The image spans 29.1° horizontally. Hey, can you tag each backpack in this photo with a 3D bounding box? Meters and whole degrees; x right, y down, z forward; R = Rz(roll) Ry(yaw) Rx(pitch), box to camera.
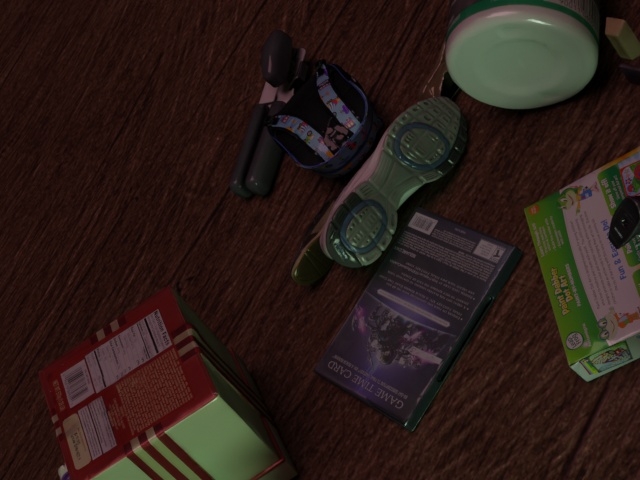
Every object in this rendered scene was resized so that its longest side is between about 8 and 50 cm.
[{"bbox_3d":[0.020,-0.167,1.862,0.158,0.117,0.173,-47,41,5],"label":"backpack"}]

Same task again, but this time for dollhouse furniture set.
[{"bbox_3d":[0.427,-0.260,1.568,0.091,0.114,0.081,24,75,50],"label":"dollhouse furniture set"}]

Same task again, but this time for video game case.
[{"bbox_3d":[0.126,0.098,1.649,0.196,0.026,0.274,25,81,48],"label":"video game case"}]

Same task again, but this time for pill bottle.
[{"bbox_3d":[0.286,-0.381,1.711,0.204,0.204,0.361,-15,52,34],"label":"pill bottle"}]

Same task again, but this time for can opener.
[{"bbox_3d":[-0.095,-0.211,2.013,0.076,0.095,0.283,-5,58,41],"label":"can opener"}]

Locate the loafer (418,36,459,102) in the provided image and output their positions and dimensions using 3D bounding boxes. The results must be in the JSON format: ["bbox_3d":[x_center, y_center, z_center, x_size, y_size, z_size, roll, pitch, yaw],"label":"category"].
[{"bbox_3d":[0.200,-0.256,1.815,0.050,0.056,0.148,29,93,48],"label":"loafer"}]

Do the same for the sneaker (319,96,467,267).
[{"bbox_3d":[0.091,-0.090,1.754,0.297,0.111,0.129,-48,13,-13],"label":"sneaker"}]

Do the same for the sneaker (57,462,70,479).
[{"bbox_3d":[-0.323,0.343,1.863,0.170,0.068,0.071,-40,57,26],"label":"sneaker"}]

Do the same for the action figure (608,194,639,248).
[{"bbox_3d":[0.460,-0.050,1.332,0.285,0.099,0.185,-18,45,-21],"label":"action figure"}]

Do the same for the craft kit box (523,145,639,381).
[{"bbox_3d":[0.382,0.009,1.461,0.246,0.061,0.250,-27,47,22],"label":"craft kit box"}]

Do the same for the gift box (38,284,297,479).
[{"bbox_3d":[-0.218,0.257,1.662,0.276,0.258,0.255,-31,45,7],"label":"gift box"}]

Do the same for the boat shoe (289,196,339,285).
[{"bbox_3d":[0.000,0.000,1.814,0.049,0.056,0.152,15,63,52],"label":"boat shoe"}]
